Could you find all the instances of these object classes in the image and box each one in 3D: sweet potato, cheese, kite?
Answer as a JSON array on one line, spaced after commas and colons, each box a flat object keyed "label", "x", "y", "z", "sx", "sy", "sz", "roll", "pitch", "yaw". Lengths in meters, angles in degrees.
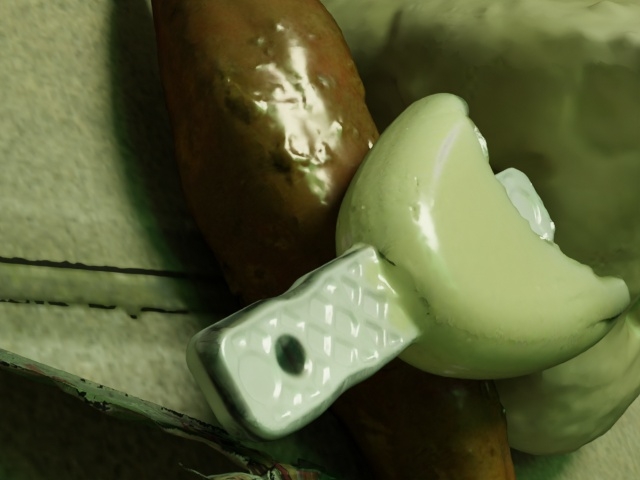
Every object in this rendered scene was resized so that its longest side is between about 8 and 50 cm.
[{"label": "sweet potato", "x": -0.001, "y": -0.006, "z": 0.730, "sx": 0.354, "sy": 0.095, "sz": 0.106, "roll": 64, "pitch": -5, "yaw": 10}, {"label": "cheese", "x": 0.090, "y": -0.036, "z": 0.844, "sx": 0.248, "sy": 0.251, "sz": 0.174, "roll": 31, "pitch": 34, "yaw": 32}, {"label": "cheese", "x": 0.033, "y": 0.020, "z": 0.642, "sx": 0.235, "sy": 0.050, "sz": 0.127, "roll": -30, "pitch": 91, "yaw": -50}, {"label": "kite", "x": -0.011, "y": 0.084, "z": 0.591, "sx": 0.323, "sy": 0.013, "sz": 0.268, "roll": 20, "pitch": -5, "yaw": 7}]
